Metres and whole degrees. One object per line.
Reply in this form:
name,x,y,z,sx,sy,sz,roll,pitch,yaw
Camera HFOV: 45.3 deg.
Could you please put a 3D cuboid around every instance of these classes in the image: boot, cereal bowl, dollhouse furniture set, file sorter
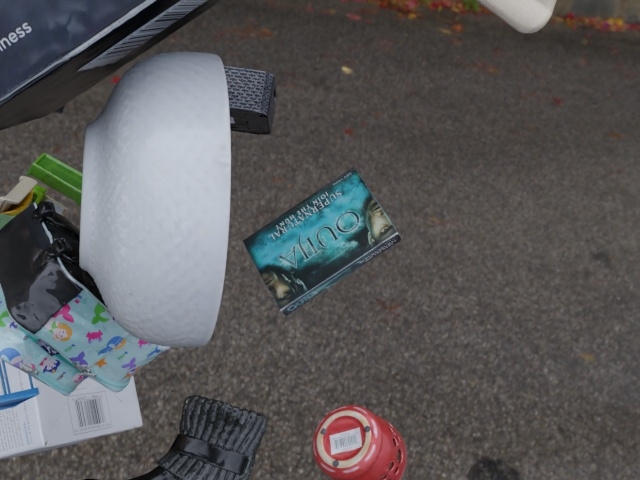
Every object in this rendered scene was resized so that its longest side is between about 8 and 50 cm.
boot,-0.286,0.412,1.422,0.348,0.131,0.260,9,76,3
cereal bowl,-0.195,-0.048,0.865,0.141,0.339,0.339,3,35,-16
dollhouse furniture set,-0.722,-0.060,1.936,0.151,0.197,0.301,32,24,-13
file sorter,-0.529,0.207,1.133,0.170,0.118,0.104,-8,76,-41

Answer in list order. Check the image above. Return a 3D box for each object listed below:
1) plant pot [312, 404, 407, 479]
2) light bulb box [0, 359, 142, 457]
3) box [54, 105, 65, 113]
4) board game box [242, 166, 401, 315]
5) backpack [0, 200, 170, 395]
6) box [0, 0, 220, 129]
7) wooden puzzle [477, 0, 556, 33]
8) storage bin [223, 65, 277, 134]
plant pot,0.085,0.480,1.770,0.191,0.174,0.191,-14,52,19
light bulb box,-0.680,0.381,1.784,0.358,0.361,0.225,14,60,-67
box,-0.569,-0.278,1.148,0.296,0.073,0.293,22,8,4
board game box,0.000,0.000,1.027,0.186,0.026,0.126,-34,59,4
backpack,-0.338,0.098,1.070,0.253,0.191,0.225,41,4,-46
box,-0.281,-0.419,0.741,0.471,0.480,0.297,58,13,-12
wooden puzzle,0.247,-0.490,1.156,0.322,0.080,0.348,36,44,-3
storage bin,-0.179,-0.267,1.455,0.180,0.084,0.122,9,-12,1
